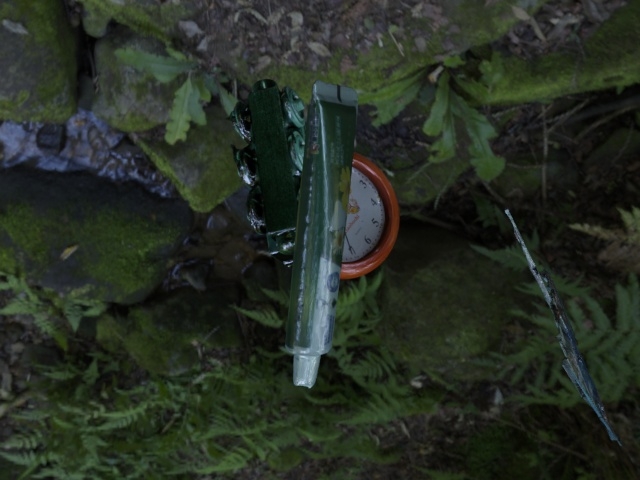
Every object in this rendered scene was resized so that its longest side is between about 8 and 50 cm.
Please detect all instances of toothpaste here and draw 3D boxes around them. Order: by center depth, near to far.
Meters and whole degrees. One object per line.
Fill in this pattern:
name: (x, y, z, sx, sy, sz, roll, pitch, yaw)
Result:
toothpaste: (0.000, 0.000, 0.426, 0.049, 0.032, 0.204, -6, 106, -53)

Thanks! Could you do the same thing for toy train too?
toy train: (-0.032, -0.062, 0.599, 0.071, 0.170, 0.111, -14, 161, 11)

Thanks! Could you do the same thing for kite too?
kite: (0.325, 0.119, 0.864, 0.014, 0.406, 0.368, -25, 95, 20)

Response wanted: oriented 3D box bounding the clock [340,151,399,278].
clock: (0.027, -0.042, 0.987, 0.205, 0.205, 0.051, 13, 164, -20)
